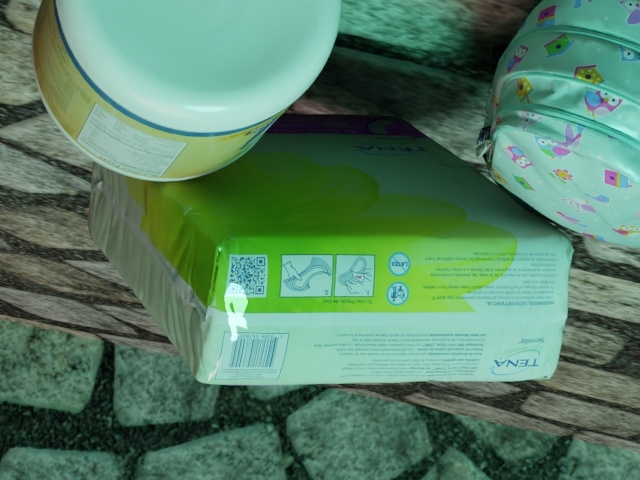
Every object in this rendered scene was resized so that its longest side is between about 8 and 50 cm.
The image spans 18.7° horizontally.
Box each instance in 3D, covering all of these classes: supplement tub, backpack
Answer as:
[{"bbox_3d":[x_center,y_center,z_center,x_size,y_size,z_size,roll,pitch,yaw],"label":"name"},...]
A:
[{"bbox_3d":[-0.078,-0.111,1.037,0.144,0.144,0.199,17,168,-10],"label":"supplement tub"},{"bbox_3d":[0.156,-0.065,1.048,0.152,0.115,0.182,16,165,7],"label":"backpack"}]

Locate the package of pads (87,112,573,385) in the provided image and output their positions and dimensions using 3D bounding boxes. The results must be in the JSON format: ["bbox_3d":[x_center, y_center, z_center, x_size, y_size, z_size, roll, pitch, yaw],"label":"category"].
[{"bbox_3d":[0.000,0.000,1.199,0.229,0.101,0.296,0,-162,-20],"label":"package of pads"}]
